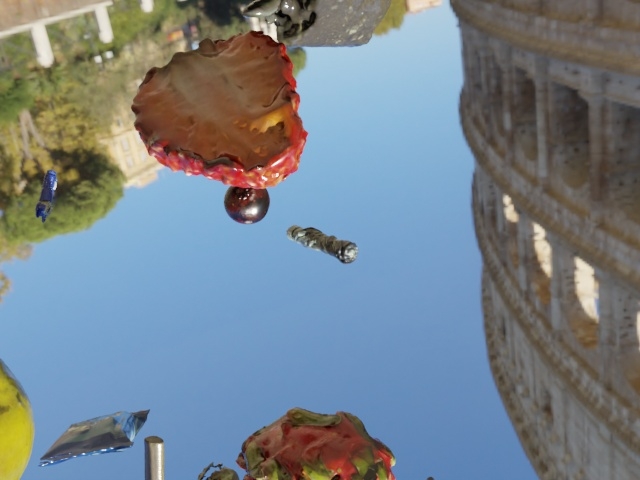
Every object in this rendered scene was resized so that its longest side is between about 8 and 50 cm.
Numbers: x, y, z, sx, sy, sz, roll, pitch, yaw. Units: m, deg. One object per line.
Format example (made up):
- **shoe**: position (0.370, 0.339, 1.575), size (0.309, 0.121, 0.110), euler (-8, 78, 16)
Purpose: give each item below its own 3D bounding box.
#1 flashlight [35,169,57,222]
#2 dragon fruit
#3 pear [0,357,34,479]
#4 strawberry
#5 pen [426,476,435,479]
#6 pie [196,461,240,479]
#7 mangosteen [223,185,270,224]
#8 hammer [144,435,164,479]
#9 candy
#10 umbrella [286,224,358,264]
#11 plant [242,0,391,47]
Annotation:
- **flashlight**: position (-0.623, -0.103, 1.698), size (0.035, 0.121, 0.057), euler (7, 163, 3)
- **dragon fruit**: position (-0.007, 0.409, 1.265), size (0.303, 0.231, 0.237), euler (21, -126, 23)
- **pear**: position (-0.302, 0.156, 0.569), size (0.162, 0.149, 0.149), euler (-43, -167, 21)
- **strawberry**: position (-0.136, -0.177, 1.153), size (0.265, 0.149, 0.336), euler (-35, -129, -9)
- **pen**: position (0.301, 0.615, 1.718), size (0.025, 0.204, 0.025), euler (-30, -155, 16)
- **pie**: position (-0.321, 0.649, 1.609), size (0.371, 0.078, 0.296), euler (-35, -155, 9)
- **mangosteen**: position (-0.125, -0.064, 1.274), size (0.081, 0.081, 0.081), euler (-8, -158, 3)
- **hammer**: position (-0.299, 0.512, 1.332), size (0.111, 0.365, 0.043), euler (11, -161, 19)
- **candy**: position (-0.470, 0.416, 1.585), size (0.187, 0.077, 0.331), euler (-11, 177, -8)
- **umbrella**: position (0.000, 0.000, 1.439), size (0.046, 0.050, 0.188), euler (-40, -144, -22)
- **plant**: position (-0.029, -0.424, 1.223), size (0.276, 0.188, 0.199), euler (6, -128, -38)
